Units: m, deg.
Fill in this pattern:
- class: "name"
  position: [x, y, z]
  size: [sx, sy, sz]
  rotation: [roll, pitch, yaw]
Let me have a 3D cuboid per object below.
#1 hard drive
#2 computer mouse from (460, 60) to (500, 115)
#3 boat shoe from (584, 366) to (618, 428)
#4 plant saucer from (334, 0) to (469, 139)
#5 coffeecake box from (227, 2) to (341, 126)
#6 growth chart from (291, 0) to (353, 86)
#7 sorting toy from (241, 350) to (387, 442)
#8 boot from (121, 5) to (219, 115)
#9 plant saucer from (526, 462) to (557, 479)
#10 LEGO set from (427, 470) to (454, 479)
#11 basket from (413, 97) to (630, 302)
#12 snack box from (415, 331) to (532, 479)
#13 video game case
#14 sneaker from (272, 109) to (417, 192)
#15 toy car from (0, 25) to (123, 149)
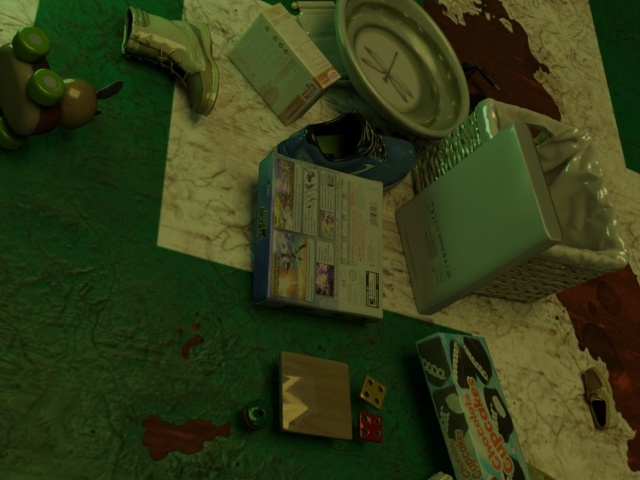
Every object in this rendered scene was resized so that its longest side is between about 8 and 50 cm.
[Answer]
- class: "hard drive"
  position: [0.282, -0.031, 1.542]
  size: [0.047, 0.353, 0.233]
  rotation: [5, 62, -33]
- class: "computer mouse"
  position: [0.393, -0.319, 1.995]
  size: [0.262, 0.060, 0.184]
  rotation: [47, 50, 11]
- class: "boat shoe"
  position: [0.599, 0.339, 1.771]
  size: [0.045, 0.050, 0.135]
  rotation: [2, 64, -42]
- class: "plant saucer"
  position: [0.161, -0.382, 1.813]
  size: [0.400, 0.100, 0.401]
  rotation: [23, 53, -34]
- class: "coffeecake box"
  position: [-0.072, -0.340, 1.603]
  size: [0.185, 0.142, 0.068]
  rotation: [51, 47, -2]
- class: "growth chart"
  position: [0.026, -0.435, 1.814]
  size: [0.171, 0.021, 0.237]
  rotation: [-3, 67, -38]
- class: "sorting toy"
  position: [-0.009, 0.265, 1.368]
  size: [0.274, 0.046, 0.132]
  rotation: [15, 57, -29]
- class: "boot"
  position: [-0.274, -0.326, 1.494]
  size: [0.165, 0.077, 0.213]
  rotation: [8, 56, -34]
- class: "plant saucer"
  position: [0.447, 0.533, 1.551]
  size: [0.188, 0.045, 0.188]
  rotation: [32, 50, -17]
- class: "LEGO set"
  position: [0.147, 0.482, 1.324]
  size: [0.287, 0.132, 0.107]
  rotation: [-25, 98, -71]
- class: "basket"
  position: [0.405, -0.062, 1.712]
  size: [0.328, 0.266, 0.332]
  rotation: [11, 59, -32]
- class: "snack box"
  position: [0.286, 0.331, 1.503]
  size: [0.187, 0.060, 0.322]
  rotation: [13, 56, -51]
- class: "video game case"
  position: [0.000, 0.000, 1.490]
  size: [0.244, 0.061, 0.270]
  rotation: [13, 68, -31]
- class: "sneaker"
  position: [0.074, -0.171, 1.612]
  size: [0.329, 0.147, 0.130]
  rotation: [-5, 68, -39]
- class: "toy car"
  position: [-0.409, -0.233, 1.299]
  size: [0.188, 0.155, 0.149]
  rotation: [-6, 69, -49]
